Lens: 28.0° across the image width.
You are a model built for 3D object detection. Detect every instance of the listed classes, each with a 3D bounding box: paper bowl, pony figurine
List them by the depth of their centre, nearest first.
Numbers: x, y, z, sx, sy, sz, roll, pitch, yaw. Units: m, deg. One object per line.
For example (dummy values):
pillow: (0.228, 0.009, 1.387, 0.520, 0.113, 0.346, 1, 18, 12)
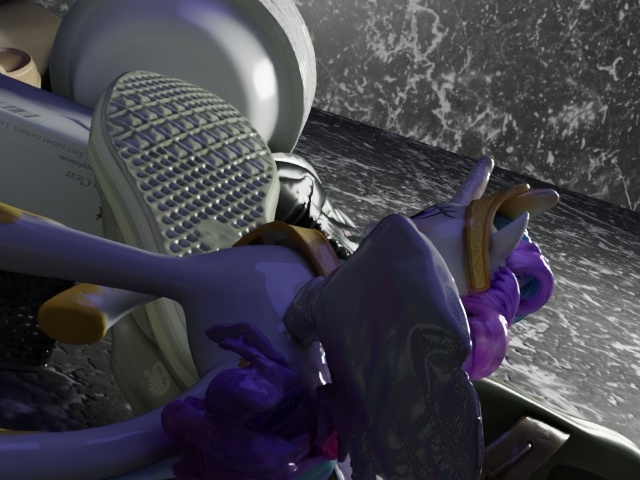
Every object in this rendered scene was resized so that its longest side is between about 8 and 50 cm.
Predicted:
pony figurine: (-0.024, 0.082, 0.683, 0.363, 0.302, 0.351, -5, 42, -1)
paper bowl: (-0.153, -0.167, 1.393, 0.284, 0.284, 0.148, 20, 27, -1)

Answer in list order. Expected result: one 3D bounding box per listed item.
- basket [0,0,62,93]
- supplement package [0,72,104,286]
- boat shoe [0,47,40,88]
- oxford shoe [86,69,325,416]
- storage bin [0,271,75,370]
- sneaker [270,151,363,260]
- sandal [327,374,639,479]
basket: (-0.497, -0.284, 1.963, 0.204, 0.154, 0.227, 19, 15, 5)
supplement package: (-0.286, -0.062, 1.253, 0.262, 0.145, 0.204, 21, 11, 8)
boat shoe: (-0.412, -0.187, 1.450, 0.122, 0.110, 0.341, 9, 20, 10)
oxford shoe: (-0.109, 0.006, 1.022, 0.169, 0.130, 0.449, 10, 34, -24)
storage bin: (-0.290, 0.030, 0.970, 0.180, 0.084, 0.122, 12, 14, -38)
sneaker: (0.000, 0.000, 1.417, 0.124, 0.107, 0.283, 48, 7, 34)
sandal: (0.139, 0.173, 0.966, 0.303, 0.120, 0.086, 16, 26, -21)
